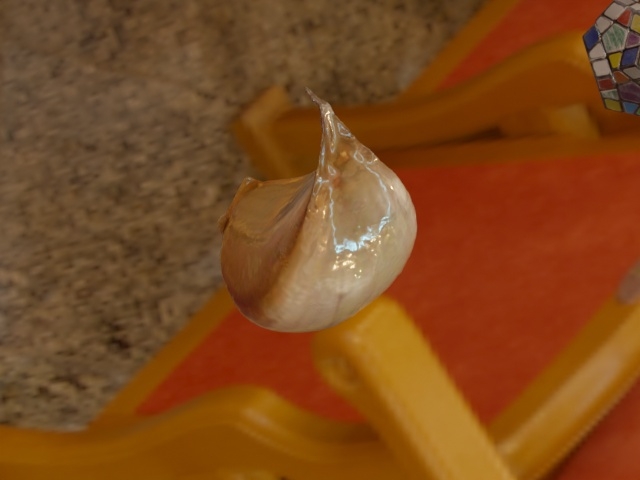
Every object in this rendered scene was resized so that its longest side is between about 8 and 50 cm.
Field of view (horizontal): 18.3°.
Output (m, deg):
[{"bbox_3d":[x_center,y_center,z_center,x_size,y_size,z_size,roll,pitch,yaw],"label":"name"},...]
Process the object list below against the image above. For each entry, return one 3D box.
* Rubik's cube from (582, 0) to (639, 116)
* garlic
[{"bbox_3d":[0.272,-0.157,1.676,0.111,0.093,0.111,-16,90,-83],"label":"Rubik's cube"},{"bbox_3d":[0.008,-0.003,1.352,0.115,0.206,0.128,11,68,-17],"label":"garlic"}]
